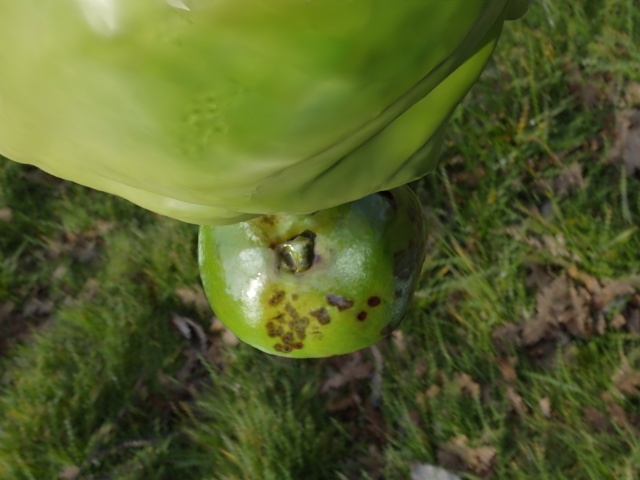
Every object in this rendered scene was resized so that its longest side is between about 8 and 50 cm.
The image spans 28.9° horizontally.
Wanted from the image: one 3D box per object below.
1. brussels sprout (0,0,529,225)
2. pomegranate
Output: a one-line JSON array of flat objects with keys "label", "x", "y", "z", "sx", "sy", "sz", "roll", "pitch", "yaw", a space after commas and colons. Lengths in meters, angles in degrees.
[{"label": "brussels sprout", "x": -0.040, "y": -0.223, "z": 0.504, "sx": 0.342, "sy": 0.361, "sz": 0.425, "roll": 12, "pitch": 89, "yaw": -4}, {"label": "pomegranate", "x": -0.002, "y": -0.012, "z": 0.777, "sx": 0.143, "sy": 0.122, "sz": 0.169, "roll": 2, "pitch": 24, "yaw": 16}]
